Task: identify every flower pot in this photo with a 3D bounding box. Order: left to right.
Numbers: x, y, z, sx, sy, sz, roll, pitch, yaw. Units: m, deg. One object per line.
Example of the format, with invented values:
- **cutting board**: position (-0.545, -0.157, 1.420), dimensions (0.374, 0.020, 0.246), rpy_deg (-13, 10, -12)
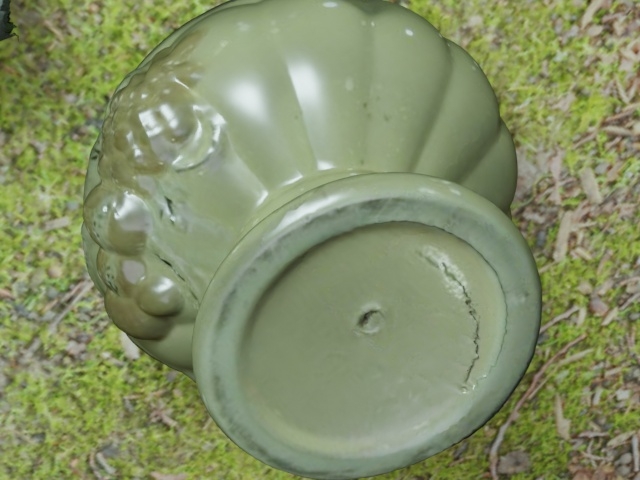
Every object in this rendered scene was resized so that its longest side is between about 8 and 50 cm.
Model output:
- **flower pot**: position (0.000, 0.000, 0.902), dimensions (0.307, 0.244, 0.308), rpy_deg (-8, 121, -13)

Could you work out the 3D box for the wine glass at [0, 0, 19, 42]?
- **wine glass**: position (-0.302, -0.149, 0.791), dimensions (0.241, 0.126, 0.126), rpy_deg (-8, 122, -9)
